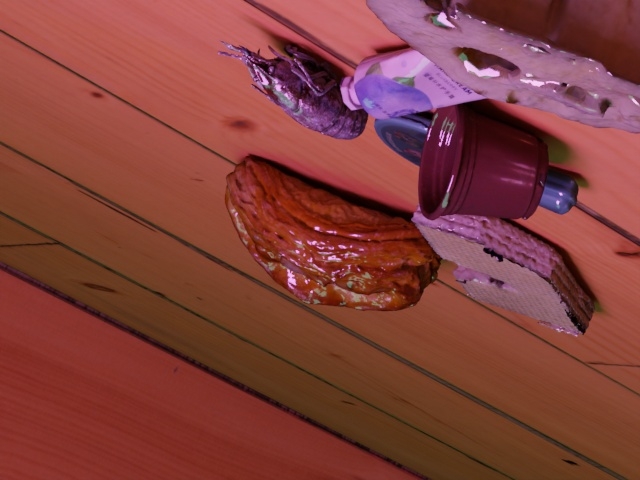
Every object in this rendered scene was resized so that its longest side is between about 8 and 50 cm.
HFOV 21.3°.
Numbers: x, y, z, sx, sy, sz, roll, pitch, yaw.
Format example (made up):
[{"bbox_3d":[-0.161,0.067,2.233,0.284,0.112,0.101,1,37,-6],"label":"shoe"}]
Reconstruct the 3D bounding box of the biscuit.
[{"bbox_3d":[0.194,0.028,1.792,0.147,0.046,0.250,18,167,28],"label":"biscuit"}]

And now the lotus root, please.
[{"bbox_3d":[0.142,-0.149,1.020,0.235,0.119,0.138,23,167,-6],"label":"lotus root"}]

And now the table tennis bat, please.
[{"bbox_3d":[0.139,-0.071,1.531,0.201,0.033,0.124,23,170,24],"label":"table tennis bat"}]

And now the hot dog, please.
[{"bbox_3d":[0.001,0.003,1.878,0.259,0.114,0.175,19,166,14],"label":"hot dog"}]

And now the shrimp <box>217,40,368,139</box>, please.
[{"bbox_3d":[-0.021,-0.137,1.481,0.057,0.065,0.165,-30,127,34],"label":"shrimp"}]

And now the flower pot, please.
[{"bbox_3d":[0.141,-0.063,1.435,0.089,0.111,0.111,10,170,-11],"label":"flower pot"}]

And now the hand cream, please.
[{"bbox_3d":[0.076,-0.129,1.380,0.142,0.053,0.084,-5,150,44],"label":"hand cream"}]
